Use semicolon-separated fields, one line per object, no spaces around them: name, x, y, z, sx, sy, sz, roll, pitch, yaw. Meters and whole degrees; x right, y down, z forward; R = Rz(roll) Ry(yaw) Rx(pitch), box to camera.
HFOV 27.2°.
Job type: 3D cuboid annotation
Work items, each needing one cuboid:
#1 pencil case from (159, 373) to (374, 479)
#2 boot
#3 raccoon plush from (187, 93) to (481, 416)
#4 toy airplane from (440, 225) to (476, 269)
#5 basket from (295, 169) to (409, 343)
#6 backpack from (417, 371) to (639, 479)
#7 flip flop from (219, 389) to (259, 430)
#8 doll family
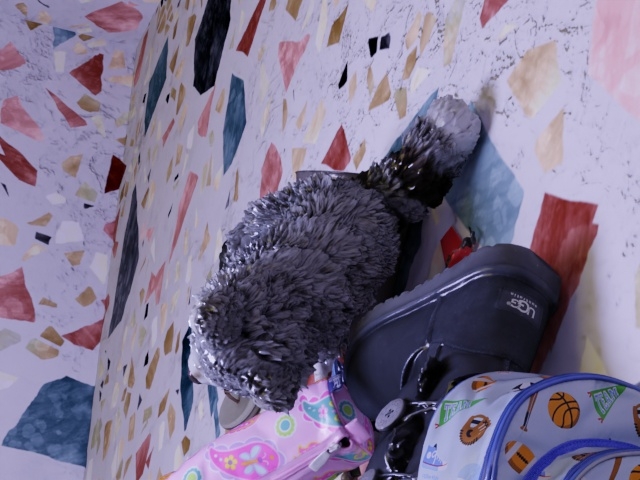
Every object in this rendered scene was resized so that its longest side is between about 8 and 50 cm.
pencil case;-0.065;0.282;1.663;0.284;0.124;0.124;-31;34;10
boot;0.078;0.257;1.365;0.367;0.146;0.445;-51;16;53
raccoon plush;0.000;0.000;1.577;0.446;0.216;0.299;-58;1;12
toy airplane;0.157;0.048;1.633;0.151;0.028;0.151;-169;90;-70
basket;0.036;0.026;1.818;0.204;0.154;0.227;4;87;56
backpack;0.191;0.235;1.069;0.213;0.276;0.263;-14;70;51
flip flop;-0.126;0.212;2.269;0.112;0.080;0.277;-99;28;-46
doll family;0.034;0.225;1.769;0.111;0.076;0.193;94;151;-55
